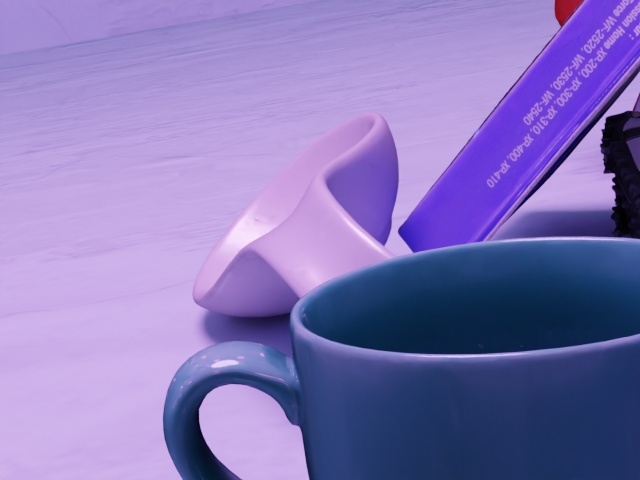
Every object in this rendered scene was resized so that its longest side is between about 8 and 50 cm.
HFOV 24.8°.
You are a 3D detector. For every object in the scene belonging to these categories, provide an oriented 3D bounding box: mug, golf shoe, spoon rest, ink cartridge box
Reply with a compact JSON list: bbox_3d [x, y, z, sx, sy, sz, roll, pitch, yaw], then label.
[{"bbox_3d":[0.049,0.061,0.437,0.157,0.097,0.129,1,15,33],"label":"mug"},{"bbox_3d":[0.195,-0.036,0.756,0.094,0.077,0.198,-5,17,15],"label":"golf shoe"},{"bbox_3d":[0.000,0.000,0.692,0.137,0.084,0.276,-45,20,0],"label":"spoon rest"},{"bbox_3d":[0.123,-0.074,0.728,0.206,0.045,0.208,-53,-5,35],"label":"ink cartridge box"}]

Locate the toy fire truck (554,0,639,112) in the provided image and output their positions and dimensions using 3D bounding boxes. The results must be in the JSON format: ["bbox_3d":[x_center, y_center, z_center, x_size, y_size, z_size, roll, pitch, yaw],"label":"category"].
[{"bbox_3d":[0.296,-0.186,0.860,0.169,0.302,0.254,24,-3,-23],"label":"toy fire truck"}]
